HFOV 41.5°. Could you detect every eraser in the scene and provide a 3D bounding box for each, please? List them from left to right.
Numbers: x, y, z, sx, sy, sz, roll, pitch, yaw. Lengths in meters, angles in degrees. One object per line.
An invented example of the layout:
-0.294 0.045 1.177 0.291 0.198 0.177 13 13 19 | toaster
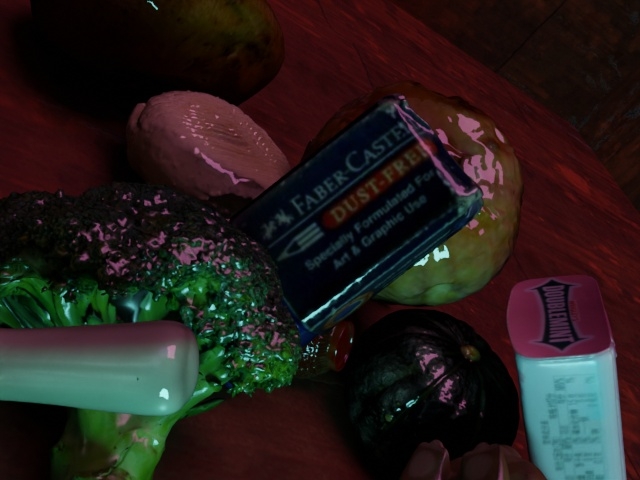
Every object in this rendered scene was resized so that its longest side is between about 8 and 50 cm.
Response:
0.000 0.000 0.881 0.155 0.332 0.101 53 3 14 | eraser

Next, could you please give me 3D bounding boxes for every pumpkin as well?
0.130 0.182 0.993 0.220 0.162 0.220 31 25 -16 | pumpkin

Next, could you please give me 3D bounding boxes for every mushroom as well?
-0.211 -0.321 1.113 0.346 0.259 0.345 17 -4 1 | mushroom

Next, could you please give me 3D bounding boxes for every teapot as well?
-0.256 0.086 0.506 0.318 0.220 0.149 28 5 14 | teapot

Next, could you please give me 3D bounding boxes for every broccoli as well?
-0.161 0.085 0.668 0.298 0.297 0.297 29 56 -27 | broccoli

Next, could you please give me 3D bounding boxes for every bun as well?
-0.146 -0.087 1.038 0.220 0.134 0.220 30 26 -16 | bun

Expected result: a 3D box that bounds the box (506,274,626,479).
0.288 0.244 0.970 0.190 0.112 0.369 -59 141 -64 | box

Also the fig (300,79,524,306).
0.097 -0.012 1.106 0.286 0.368 0.286 4 58 -7 | fig

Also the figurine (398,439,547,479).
0.153 0.316 0.815 0.173 0.177 0.247 50 30 -24 | figurine

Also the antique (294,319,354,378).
-0.016 0.109 0.970 0.104 0.104 0.104 33 28 -20 | antique
